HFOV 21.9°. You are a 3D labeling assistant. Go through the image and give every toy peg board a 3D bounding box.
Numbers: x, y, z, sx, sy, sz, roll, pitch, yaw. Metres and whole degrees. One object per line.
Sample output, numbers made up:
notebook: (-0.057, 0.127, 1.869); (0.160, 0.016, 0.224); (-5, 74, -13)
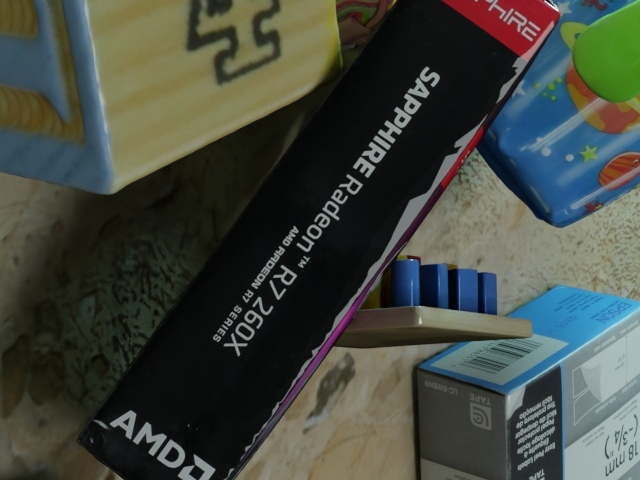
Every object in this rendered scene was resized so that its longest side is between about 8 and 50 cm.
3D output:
toy peg board: (0.050, 0.035, 1.243); (0.161, 0.161, 0.079); (9, 78, -53)

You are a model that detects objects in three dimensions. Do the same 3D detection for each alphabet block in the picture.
alphabet block: (-0.126, -0.158, 0.925); (0.197, 0.192, 0.193); (-32, 126, -44)

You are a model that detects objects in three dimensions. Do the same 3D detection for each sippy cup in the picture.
sippy cup: (0.223, -0.136, 1.333); (0.224, 0.240, 0.305); (-38, 143, 2)

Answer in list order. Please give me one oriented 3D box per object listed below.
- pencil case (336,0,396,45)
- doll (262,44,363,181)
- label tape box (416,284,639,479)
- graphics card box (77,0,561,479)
pencil case: (0.082, -0.238, 1.224); (0.284, 0.124, 0.124); (-35, 126, -43)
doll: (0.037, -0.099, 1.230); (0.189, 0.046, 0.129); (-53, 152, -5)
label tape box: (0.200, 0.238, 1.527); (0.241, 0.106, 0.333); (-25, 119, -46)
graphics card box: (0.000, 0.000, 1.047); (0.371, 0.094, 0.233); (-53, 178, -6)
